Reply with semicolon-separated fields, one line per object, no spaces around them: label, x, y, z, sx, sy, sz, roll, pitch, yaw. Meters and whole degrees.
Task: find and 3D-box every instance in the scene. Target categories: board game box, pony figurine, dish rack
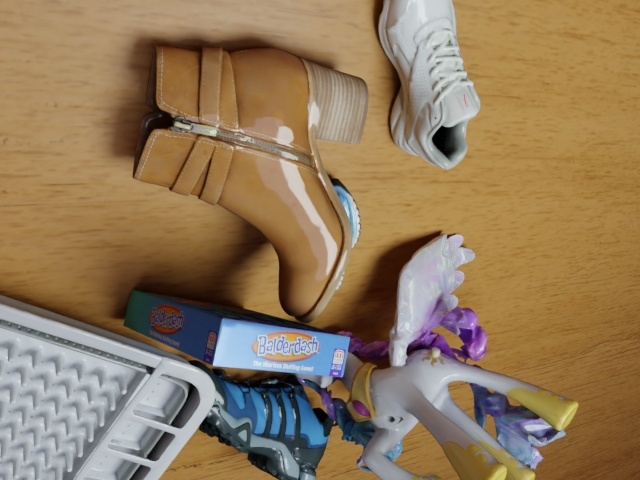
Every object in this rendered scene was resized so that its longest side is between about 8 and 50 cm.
board game box;-0.097;0.099;0.656;0.160;0.210;0.047;15;83;-40
pony figurine;0.135;0.180;0.810;0.350;0.363;0.303;-15;124;-43
dish rack;-0.316;0.191;0.655;0.332;0.072;0.286;28;106;-34

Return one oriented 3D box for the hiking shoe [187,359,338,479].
hiking shoe;-0.091;0.236;0.852;0.304;0.113;0.132;51;59;-38

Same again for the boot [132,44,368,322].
boot;-0.075;-0.049;0.608;0.220;0.109;0.284;2;111;-27

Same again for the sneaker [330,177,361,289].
sneaker;0.000;0.000;0.742;0.073;0.063;0.162;-4;124;-26

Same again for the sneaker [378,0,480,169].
sneaker;0.132;-0.180;0.653;0.090;0.115;0.232;-27;133;-12
